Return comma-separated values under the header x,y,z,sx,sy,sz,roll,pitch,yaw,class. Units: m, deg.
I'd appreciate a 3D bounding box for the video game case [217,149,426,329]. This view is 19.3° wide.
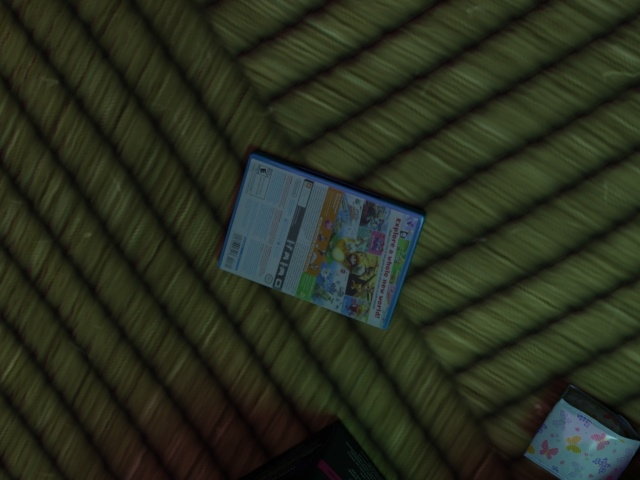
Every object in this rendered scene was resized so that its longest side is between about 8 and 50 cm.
x,y,z,sx,sy,sz,roll,pitch,yaw,class
0.000,0.000,1.693,0.166,0.015,0.119,20,113,6,video game case

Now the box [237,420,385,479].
x,y,z,sx,sy,sz,roll,pitch,yaw,class
-0.031,0.306,1.677,0.165,0.270,0.143,-34,99,23,box

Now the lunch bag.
x,y,z,sx,sy,sz,roll,pitch,yaw,class
0.237,0.182,1.683,0.083,0.053,0.071,33,113,11,lunch bag
